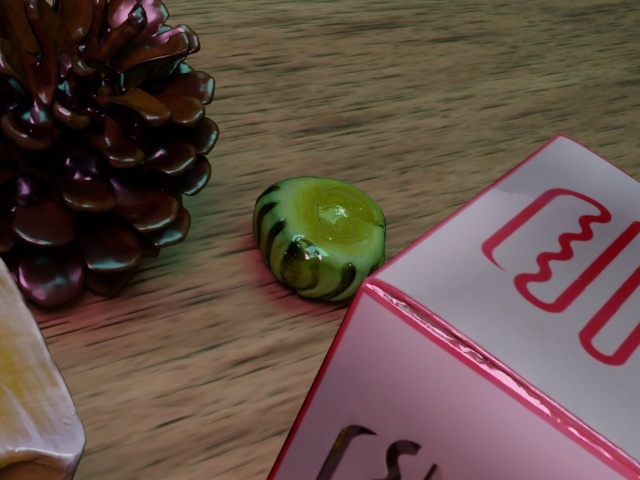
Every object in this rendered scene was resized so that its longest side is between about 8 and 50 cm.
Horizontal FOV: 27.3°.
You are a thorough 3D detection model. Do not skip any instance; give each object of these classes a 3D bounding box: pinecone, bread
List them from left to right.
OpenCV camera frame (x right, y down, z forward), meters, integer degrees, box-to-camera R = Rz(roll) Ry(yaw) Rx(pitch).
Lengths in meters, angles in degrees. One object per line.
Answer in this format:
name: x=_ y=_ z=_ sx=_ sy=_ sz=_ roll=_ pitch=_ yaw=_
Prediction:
pinecone: x=-0.197 y=-0.096 z=1.018 sx=0.264 sy=0.264 sz=0.264 roll=18 pitch=36 yaw=-14
bread: x=0.000 y=0.000 z=1.181 sx=0.130 sy=0.071 sz=0.139 roll=12 pitch=36 yaw=-26

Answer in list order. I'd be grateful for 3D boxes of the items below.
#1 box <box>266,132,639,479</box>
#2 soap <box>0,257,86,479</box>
box: x=0.162 y=0.159 z=0.881 sx=0.300 sy=0.314 sz=0.312 roll=35 pitch=36 yaw=15
soap: x=-0.218 y=0.140 z=0.684 sx=0.089 sy=0.274 sz=0.173 roll=-5 pitch=46 yaw=-36
